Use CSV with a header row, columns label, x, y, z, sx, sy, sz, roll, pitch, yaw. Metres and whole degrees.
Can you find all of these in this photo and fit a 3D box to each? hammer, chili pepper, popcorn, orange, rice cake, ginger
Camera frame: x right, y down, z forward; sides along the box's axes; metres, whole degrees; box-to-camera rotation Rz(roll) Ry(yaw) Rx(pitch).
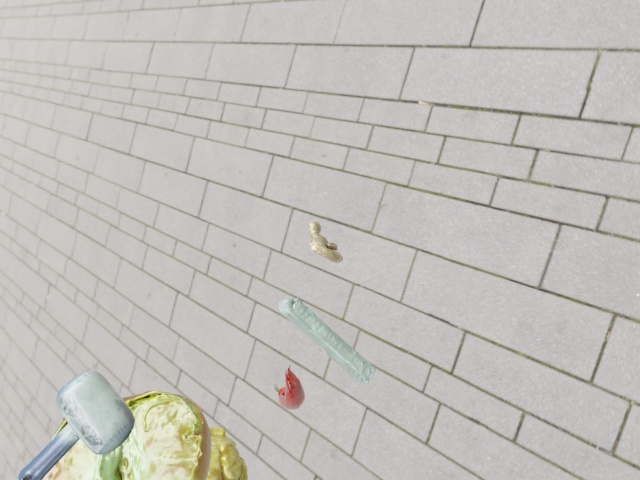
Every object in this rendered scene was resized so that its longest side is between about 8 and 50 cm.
label,x,y,z,sx,sy,sz,roll,pitch,yaw
hammer,-0.361,0.287,0.628,0.194,0.069,0.116,-45,82,4
chili pepper,-0.111,0.574,1.679,0.137,0.091,0.368,63,154,20
popcorn,-0.345,0.688,1.323,0.286,0.215,0.252,-34,53,38
orange,-0.367,0.441,0.832,0.263,0.334,0.196,-116,17,-46
rice cake,0.017,0.278,1.241,0.336,0.063,0.066,44,150,-7
ginger,0.012,0.009,1.659,0.065,0.149,0.259,-48,24,14
